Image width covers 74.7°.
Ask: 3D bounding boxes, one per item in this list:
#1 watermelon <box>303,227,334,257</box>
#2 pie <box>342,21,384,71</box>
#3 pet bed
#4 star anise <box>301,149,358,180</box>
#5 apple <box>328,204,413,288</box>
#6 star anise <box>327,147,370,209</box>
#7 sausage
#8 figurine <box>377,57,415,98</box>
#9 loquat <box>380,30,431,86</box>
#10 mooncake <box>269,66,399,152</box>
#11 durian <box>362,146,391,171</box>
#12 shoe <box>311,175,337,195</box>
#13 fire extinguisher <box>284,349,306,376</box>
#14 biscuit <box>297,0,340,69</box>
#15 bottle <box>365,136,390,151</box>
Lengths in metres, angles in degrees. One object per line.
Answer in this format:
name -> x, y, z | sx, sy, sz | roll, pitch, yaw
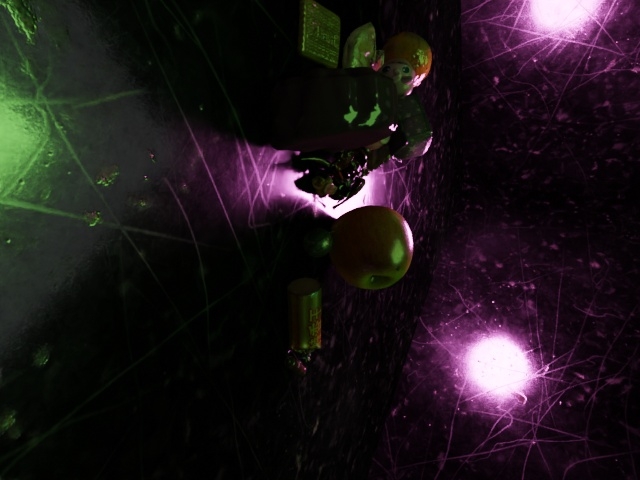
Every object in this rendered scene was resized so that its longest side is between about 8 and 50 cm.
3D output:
watermelon -> 0.000, 0.000, 1.493 | 0.133, 0.105, 0.105 | -38, 135, -26
pie -> 0.166, -0.653, 1.632 | 0.337, 0.075, 0.337 | -40, 139, -48
pet bed -> 0.309, -0.426, 1.598 | 0.183, 0.159, 0.210 | 79, -4, -75
star anise -> 0.024, -0.278, 1.446 | 0.144, 0.158, 0.140 | 48, 51, -27
apple -> 0.196, 0.030, 1.656 | 0.340, 0.340, 0.339 | -32, 127, -56
star anise -> 0.121, -0.239, 1.600 | 0.190, 0.126, 0.220 | -53, 157, -37
sausage -> -0.058, 0.294, 1.484 | 0.125, 0.117, 0.317 | -9, 111, -26
figurine -> 0.292, -0.628, 1.672 | 0.287, 0.176, 0.186 | 0, 89, -72
loquat -> 0.366, -0.775, 1.807 | 0.193, 0.238, 0.238 | -58, 147, -47
mooncake -> 0.049, -0.379, 1.237 | 0.381, 0.351, 0.212 | -23, 111, -70
durian -> 0.283, -0.425, 1.801 | 0.394, 0.198, 0.163 | -61, 149, -29
shoe -> 0.012, -0.194, 1.503 | 0.109, 0.069, 0.072 | -17, 138, -51
fire extinguisher -> -0.098, 0.453, 1.546 | 0.157, 0.045, 0.078 | 58, 21, -52
biscuit -> 0.003, -0.662, 1.358 | 0.254, 0.029, 0.172 | -20, 117, -60
bottle -> 0.180, -0.443, 1.527 | 0.147, 0.148, 0.236 | -49, 133, -45
